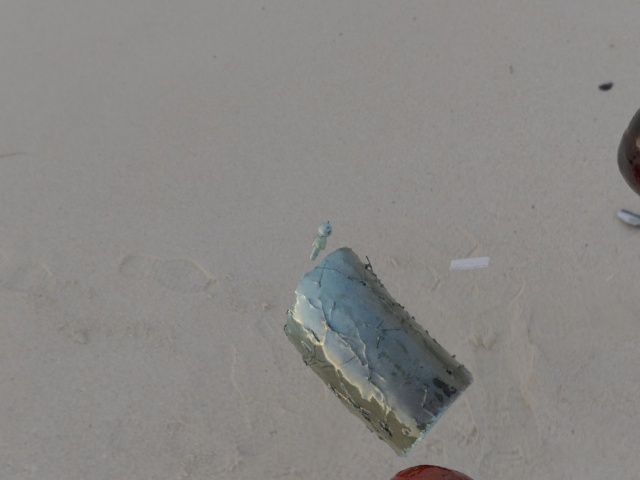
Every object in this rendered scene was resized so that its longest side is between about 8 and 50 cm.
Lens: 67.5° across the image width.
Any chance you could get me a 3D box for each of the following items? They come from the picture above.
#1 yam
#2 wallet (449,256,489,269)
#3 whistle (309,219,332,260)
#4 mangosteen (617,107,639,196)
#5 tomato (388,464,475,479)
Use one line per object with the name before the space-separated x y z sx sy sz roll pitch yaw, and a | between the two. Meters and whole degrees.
yam | 0.104 0.210 0.904 0.241 0.241 0.348 -40 60 -9
wallet | 0.331 0.051 1.064 0.083 0.011 0.044 -7 21 28
whistle | 0.000 0.000 1.104 0.035 0.035 0.100 27 97 31
mangosteen | 0.423 -0.104 0.534 0.153 0.152 0.152 -9 56 14
tomato | 0.176 0.367 0.601 0.099 0.173 0.189 -24 22 -31
